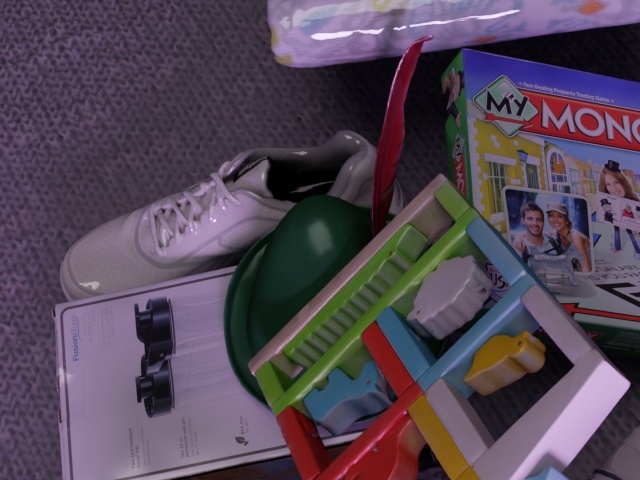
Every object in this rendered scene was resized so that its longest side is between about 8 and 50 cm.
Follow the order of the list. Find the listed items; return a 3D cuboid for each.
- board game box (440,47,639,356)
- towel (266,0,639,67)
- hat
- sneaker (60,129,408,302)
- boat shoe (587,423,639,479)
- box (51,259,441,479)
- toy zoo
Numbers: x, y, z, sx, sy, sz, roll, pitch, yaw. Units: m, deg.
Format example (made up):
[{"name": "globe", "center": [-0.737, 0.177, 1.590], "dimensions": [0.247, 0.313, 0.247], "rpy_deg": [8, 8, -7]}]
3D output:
[{"name": "board game box", "center": [0.246, -0.016, 1.105], "dimensions": [0.317, 0.046, 0.214], "rpy_deg": [8, 61, -17]}, {"name": "towel", "center": [0.114, -0.250, 1.235], "dimensions": [0.320, 0.090, 0.374], "rpy_deg": [-11, 29, 3]}, {"name": "hat", "center": [0.000, 0.000, 1.048], "dimensions": [0.172, 0.183, 0.209], "rpy_deg": [-2, 61, 9]}, {"name": "sneaker", "center": [-0.078, -0.019, 1.217], "dimensions": [0.292, 0.118, 0.110], "rpy_deg": [-17, 61, 4]}, {"name": "boat shoe", "center": [0.308, 0.216, 1.024], "dimensions": [0.267, 0.096, 0.088], "rpy_deg": [30, 75, 33]}, {"name": "box", "center": [-0.053, 0.109, 1.157], "dimensions": [0.289, 0.087, 0.169], "rpy_deg": [-13, 60, 4]}, {"name": "toy zoo", "center": [0.066, 0.093, 0.913], "dimensions": [0.192, 0.030, 0.293], "rpy_deg": [-45, 32, 8]}]
